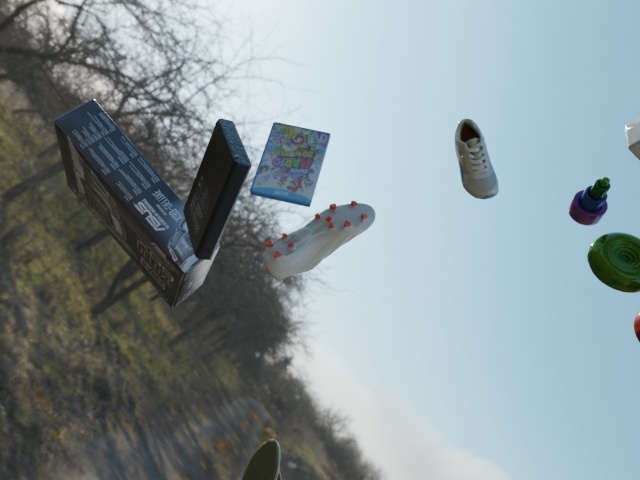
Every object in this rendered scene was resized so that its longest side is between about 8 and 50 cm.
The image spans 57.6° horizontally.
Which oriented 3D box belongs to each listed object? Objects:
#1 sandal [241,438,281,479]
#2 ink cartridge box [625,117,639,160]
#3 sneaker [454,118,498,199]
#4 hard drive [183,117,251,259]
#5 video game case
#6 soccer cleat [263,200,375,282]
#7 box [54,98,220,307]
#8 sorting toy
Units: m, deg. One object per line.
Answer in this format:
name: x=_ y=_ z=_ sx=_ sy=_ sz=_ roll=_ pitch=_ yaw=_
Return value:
sandal: x=-0.100 y=0.501 z=1.091 sx=0.079 sy=0.088 sz=0.240 roll=50 pitch=28 yaw=-27
ink cartridge box: x=0.626 y=-0.179 z=0.969 sx=0.127 sy=0.072 sz=0.175 roll=37 pitch=-44 yaw=-16
sneaker: x=0.395 y=-0.208 z=1.501 sx=0.092 sy=0.087 sz=0.229 roll=63 pitch=12 yaw=-60
hard drive: x=-0.121 y=-0.059 z=0.667 sx=0.135 sy=0.022 sz=0.094 roll=-61 pitch=-143 yaw=32
video game case: x=-0.056 y=-0.150 z=1.127 sx=0.119 sy=0.166 sz=0.015 roll=13 pitch=-25 yaw=5
soccer cleat: x=0.000 y=0.000 z=0.936 sx=0.068 sy=0.196 sz=0.076 roll=56 pitch=-12 yaw=41
box: x=-0.308 y=-0.047 z=0.977 sx=0.307 sy=0.076 sz=0.242 roll=49 pitch=-25 yaw=2
sorting toy: x=0.569 y=0.030 z=1.026 sx=0.126 sy=0.127 sz=0.366 roll=90 pitch=-17 yaw=-57
